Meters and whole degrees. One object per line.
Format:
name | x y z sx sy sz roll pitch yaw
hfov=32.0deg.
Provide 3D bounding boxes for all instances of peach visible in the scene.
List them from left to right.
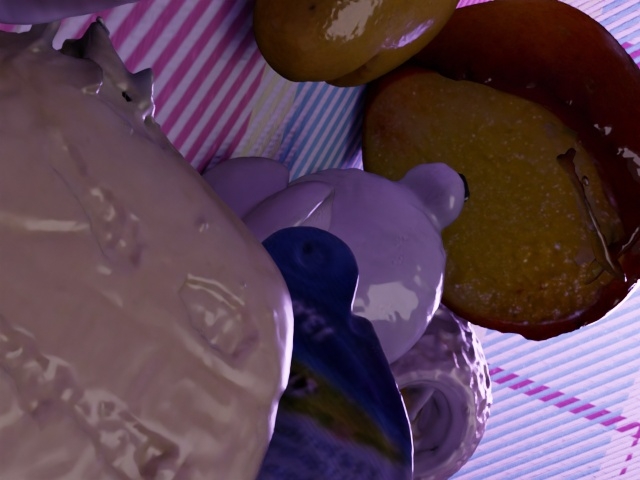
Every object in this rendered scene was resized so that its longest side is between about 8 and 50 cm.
peach | 0.239 -0.102 1.317 0.335 0.406 0.310 -30 -170 40

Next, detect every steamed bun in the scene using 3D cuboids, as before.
steamed bun | -0.144 0.059 0.452 0.232 0.166 0.273 40 57 -33

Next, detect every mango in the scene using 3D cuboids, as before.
mango | 0.036 -0.211 0.879 0.262 0.130 0.167 -54 158 -35

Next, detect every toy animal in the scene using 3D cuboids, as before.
toy animal | -0.018 0.031 0.942 0.258 0.194 0.357 -62 160 13

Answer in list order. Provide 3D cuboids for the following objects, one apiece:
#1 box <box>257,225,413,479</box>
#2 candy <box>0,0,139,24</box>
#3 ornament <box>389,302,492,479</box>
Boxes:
box | -0.080 0.148 0.707 0.206 0.262 0.291 104 13 -52
candy | -0.053 -0.197 0.357 0.157 0.214 0.289 84 28 -50
ornament | 0.077 0.178 1.363 0.225 0.259 0.259 -134 -121 -66
